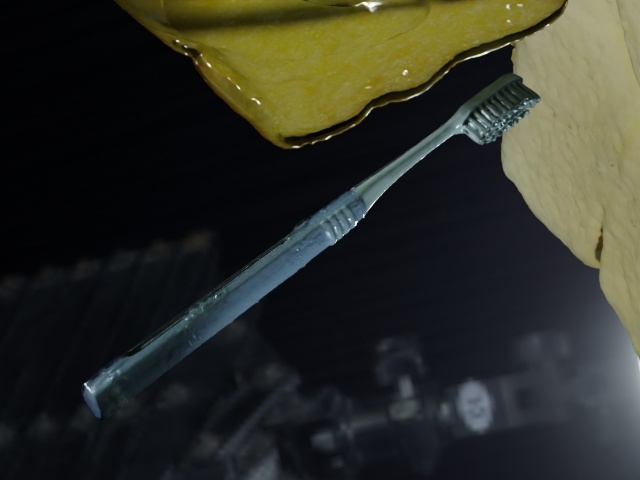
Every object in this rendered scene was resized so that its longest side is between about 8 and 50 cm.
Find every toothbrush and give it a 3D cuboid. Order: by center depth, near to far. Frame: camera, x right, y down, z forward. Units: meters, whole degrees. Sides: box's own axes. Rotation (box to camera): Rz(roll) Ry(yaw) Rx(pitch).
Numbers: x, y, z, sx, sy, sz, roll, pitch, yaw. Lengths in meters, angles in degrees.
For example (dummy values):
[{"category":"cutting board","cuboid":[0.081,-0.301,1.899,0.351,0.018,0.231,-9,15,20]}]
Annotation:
[{"category":"toothbrush","cuboid":[0.000,0.000,0.650,0.019,0.219,0.016,43,161,35]}]

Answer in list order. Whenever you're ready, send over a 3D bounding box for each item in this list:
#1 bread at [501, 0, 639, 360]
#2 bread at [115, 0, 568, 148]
[{"category":"bread","cuboid":[0.328,-0.111,0.983,0.390,0.371,0.279,94,151,-68]},{"category":"bread","cuboid":[-0.016,-0.139,0.679,0.233,0.161,0.088,39,-153,-48]}]
